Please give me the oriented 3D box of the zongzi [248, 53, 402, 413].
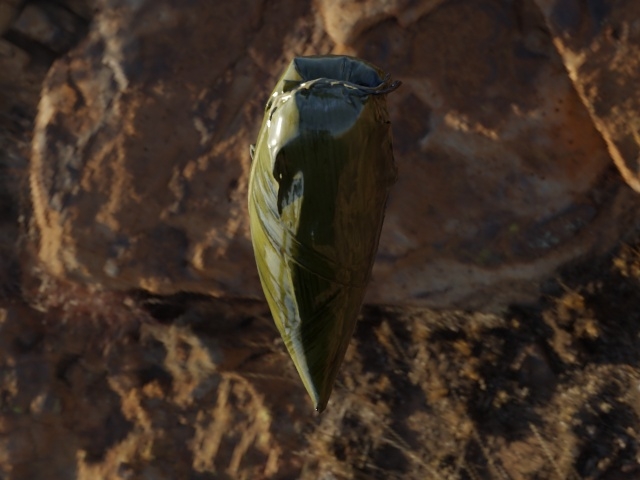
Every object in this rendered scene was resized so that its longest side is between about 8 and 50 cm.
[{"bbox_3d":[0.001,-0.001,0.726,0.094,0.205,0.205,2,76,-7],"label":"zongzi"}]
